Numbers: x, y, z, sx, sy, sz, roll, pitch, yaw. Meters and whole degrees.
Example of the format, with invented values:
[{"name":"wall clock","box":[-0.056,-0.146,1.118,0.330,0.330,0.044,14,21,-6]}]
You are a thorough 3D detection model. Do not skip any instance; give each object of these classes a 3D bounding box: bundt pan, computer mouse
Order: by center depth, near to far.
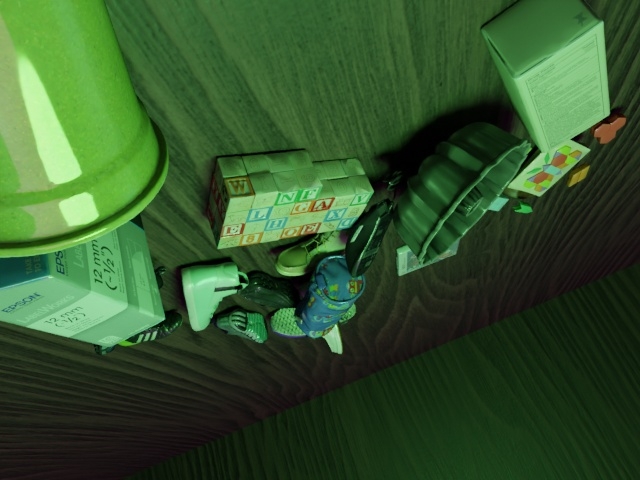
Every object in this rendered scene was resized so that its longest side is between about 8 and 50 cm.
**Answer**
[{"name":"bundt pan","box":[0.277,-0.108,1.089,0.330,0.124,0.331,-39,159,-18]},{"name":"computer mouse","box":[0.128,-0.051,1.139,0.184,0.060,0.262,-25,141,-57]}]

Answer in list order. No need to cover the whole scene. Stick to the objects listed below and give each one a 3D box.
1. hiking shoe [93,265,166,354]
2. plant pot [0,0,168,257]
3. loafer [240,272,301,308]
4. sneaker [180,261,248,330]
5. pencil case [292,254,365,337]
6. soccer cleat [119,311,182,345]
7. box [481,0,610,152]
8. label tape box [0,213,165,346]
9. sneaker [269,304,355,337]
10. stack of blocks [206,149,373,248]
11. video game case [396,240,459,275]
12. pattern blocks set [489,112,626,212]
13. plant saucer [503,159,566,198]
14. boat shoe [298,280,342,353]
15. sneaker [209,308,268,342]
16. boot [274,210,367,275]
[{"name":"hiking shoe","box":[-0.430,0.164,1.152,0.132,0.113,0.304,-3,149,-32]},{"name":"plant pot","box":[-0.298,-0.170,0.493,0.275,0.276,0.254,-13,141,-19]},{"name":"loafer","box":[-0.133,0.141,1.391,0.078,0.076,0.223,-28,149,23]},{"name":"sneaker","box":[-0.246,0.140,1.263,0.151,0.094,0.256,-9,149,-13]},{"name":"pencil case","box":[0.011,0.148,1.305,0.133,0.120,0.306,-11,157,-19]},{"name":"soccer cleat","box":[-0.440,0.223,1.322,0.178,0.060,0.072,-19,153,0]},{"name":"box","box":[0.407,-0.291,0.921,0.148,0.121,0.311,-31,153,18]},{"name":"label tape box","box":[-0.368,-0.019,0.693,0.115,0.249,0.348,-24,154,6]},{"name":"sneaker","box":[-0.035,0.269,1.674,0.293,0.102,0.146,-6,151,-29]},{"name":"stack of blocks","box":[-0.054,-0.084,0.997,0.297,0.087,0.171,-10,153,-25]},{"name":"video game case","box":[0.328,0.034,1.596,0.201,0.023,0.183,-22,154,-1]},{"name":"pattern blocks set","box":[0.567,-0.184,1.294,0.285,0.026,0.325,-1,139,-22]},{"name":"plant saucer","box":[0.585,-0.168,1.395,0.198,0.036,0.199,-18,154,-9]},{"name":"boat shoe","box":[0.001,0.227,1.544,0.096,0.098,0.277,-15,118,4]},{"name":"sneaker","box":[-0.234,0.250,1.539,0.098,0.083,0.224,-7,154,18]},{"name":"boot","box":[0.000,0.000,1.216,0.213,0.077,0.165,-16,155,-23]}]
